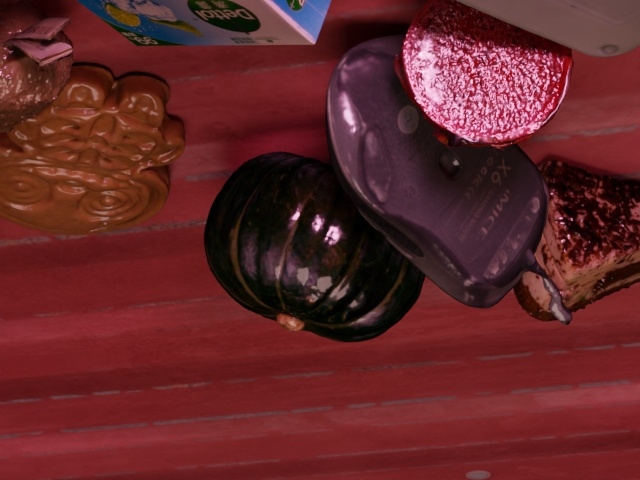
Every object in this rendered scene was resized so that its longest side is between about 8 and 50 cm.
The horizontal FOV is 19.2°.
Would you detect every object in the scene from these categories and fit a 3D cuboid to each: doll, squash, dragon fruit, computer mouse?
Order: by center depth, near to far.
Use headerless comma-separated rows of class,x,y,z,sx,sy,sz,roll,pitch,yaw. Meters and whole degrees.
doll,-0.273,-0.151,1.604,0.115,0.105,0.221,1,158,-38
dragon fruit,0.137,-0.138,1.619,0.153,0.153,0.111,0,169,0
computer mouse,0.118,-0.040,1.735,0.090,0.167,0.379,13,150,53
squash,-0.003,0.005,1.810,0.218,0.172,0.218,19,152,11

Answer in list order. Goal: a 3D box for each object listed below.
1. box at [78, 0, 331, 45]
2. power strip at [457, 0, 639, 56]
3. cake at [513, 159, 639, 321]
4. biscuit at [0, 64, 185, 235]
box,-0.105,-0.213,1.467,0.194,0.073,0.139,3,158,39
power strip,0.227,-0.232,1.434,0.229,0.141,0.261,18,150,-32
cake,0.305,0.020,1.900,0.246,0.135,0.112,13,148,-24
biscuit,-0.230,-0.077,1.818,0.202,0.044,0.288,12,151,-22
